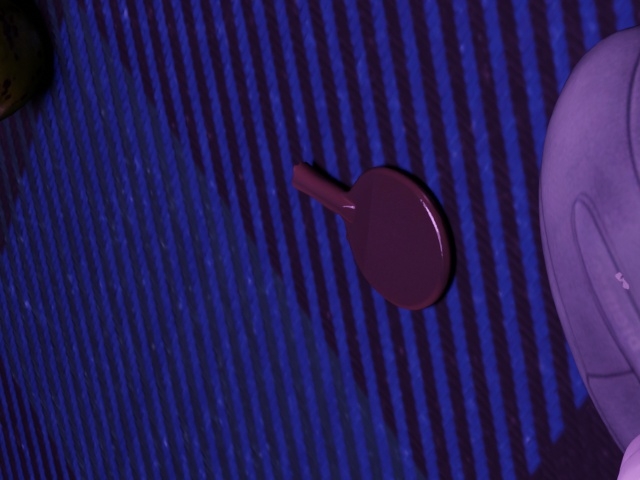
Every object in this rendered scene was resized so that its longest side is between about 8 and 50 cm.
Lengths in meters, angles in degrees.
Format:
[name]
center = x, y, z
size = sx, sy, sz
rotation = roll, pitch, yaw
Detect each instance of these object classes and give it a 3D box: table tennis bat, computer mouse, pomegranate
[table tennis bat]
center = 0.000, 0.000, 1.244
size = 0.170, 0.119, 0.107
rotation = 34, 131, 39
[computer mouse]
center = 0.226, 0.055, 0.963
size = 0.371, 0.122, 0.188
rotation = 61, 145, 9
[pomegranate]
center = -0.319, -0.181, 1.611
size = 0.122, 0.143, 0.169
rotation = 25, 87, 7

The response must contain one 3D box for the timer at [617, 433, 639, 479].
[timer]
center = 0.289, 0.124, 0.837
size = 0.253, 0.078, 0.178
rotation = -31, 103, 27
